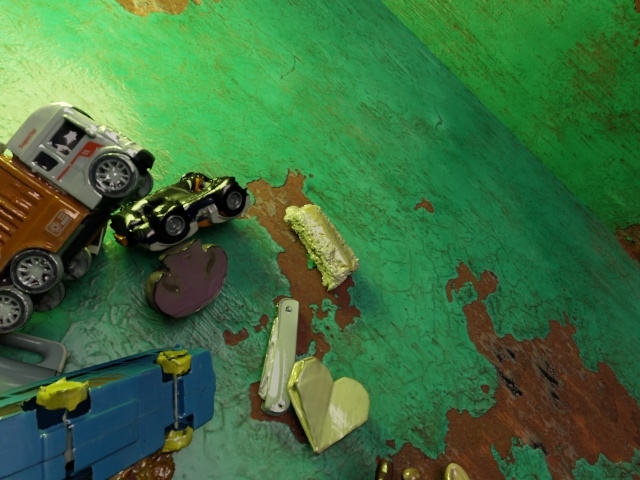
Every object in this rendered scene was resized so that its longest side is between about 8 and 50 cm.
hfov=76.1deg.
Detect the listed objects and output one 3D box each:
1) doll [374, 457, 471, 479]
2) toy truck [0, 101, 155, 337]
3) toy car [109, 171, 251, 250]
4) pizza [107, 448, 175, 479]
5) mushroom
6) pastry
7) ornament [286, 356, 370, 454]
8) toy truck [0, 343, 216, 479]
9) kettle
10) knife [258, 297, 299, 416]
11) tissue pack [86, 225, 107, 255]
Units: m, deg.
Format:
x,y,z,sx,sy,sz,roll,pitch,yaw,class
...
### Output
x,y,z,sx,sy,sz,roll,pitch,yaw,class
0.254,0.592,0.807,0.339,0.209,0.318,8,61,-29,doll
-0.463,-0.041,0.670,0.207,0.173,0.388,38,84,-13,toy truck
-0.315,-0.068,0.921,0.193,0.118,0.301,20,40,36,toy car
-0.302,0.441,0.674,0.127,0.058,0.247,23,55,-17,pizza
-0.290,0.081,0.857,0.188,0.117,0.141,-41,113,-49,mushroom
0.005,0.000,1.107,0.121,0.089,0.259,-19,75,-50,pastry
0.010,0.363,0.878,0.201,0.059,0.180,35,49,-21,ornament
-0.324,0.258,0.603,0.385,0.162,0.161,0,86,-64,toy truck
-0.544,0.222,0.632,0.243,0.160,0.211,19,25,-28,kettle
-0.089,0.253,0.922,0.073,0.040,0.266,19,54,-18,knife
-0.514,-0.029,0.798,0.170,0.103,0.091,15,92,-25,tissue pack
